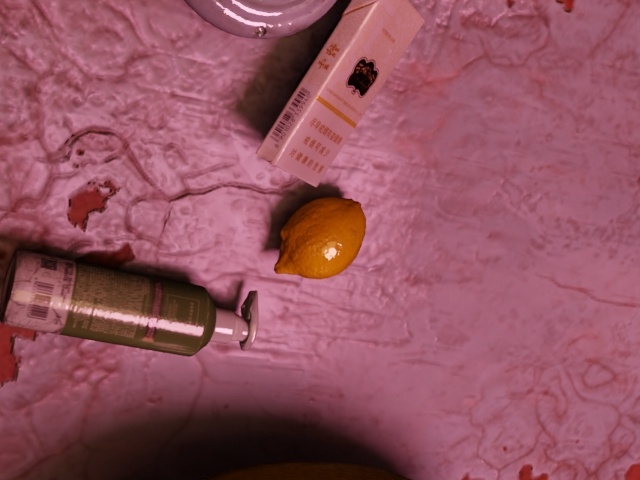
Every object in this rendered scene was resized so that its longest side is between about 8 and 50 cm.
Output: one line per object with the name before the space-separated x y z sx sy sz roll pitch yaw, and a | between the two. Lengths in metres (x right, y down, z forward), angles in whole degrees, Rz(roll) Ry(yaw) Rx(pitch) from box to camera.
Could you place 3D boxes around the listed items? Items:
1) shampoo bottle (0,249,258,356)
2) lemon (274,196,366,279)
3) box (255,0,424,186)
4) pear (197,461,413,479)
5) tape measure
shampoo bottle | -0.147 0.054 0.823 0.205 0.065 0.065 13 102 -23
lemon | 0.000 0.000 0.858 0.092 0.065 0.065 -38 115 -5
box | 0.018 -0.124 0.817 0.166 0.024 0.090 -57 156 4
pear | -0.024 0.356 0.816 0.414 0.352 0.351 -5 108 -26
tape measure | -0.120 -0.224 0.731 0.331 0.084 0.163 -5 104 -20
